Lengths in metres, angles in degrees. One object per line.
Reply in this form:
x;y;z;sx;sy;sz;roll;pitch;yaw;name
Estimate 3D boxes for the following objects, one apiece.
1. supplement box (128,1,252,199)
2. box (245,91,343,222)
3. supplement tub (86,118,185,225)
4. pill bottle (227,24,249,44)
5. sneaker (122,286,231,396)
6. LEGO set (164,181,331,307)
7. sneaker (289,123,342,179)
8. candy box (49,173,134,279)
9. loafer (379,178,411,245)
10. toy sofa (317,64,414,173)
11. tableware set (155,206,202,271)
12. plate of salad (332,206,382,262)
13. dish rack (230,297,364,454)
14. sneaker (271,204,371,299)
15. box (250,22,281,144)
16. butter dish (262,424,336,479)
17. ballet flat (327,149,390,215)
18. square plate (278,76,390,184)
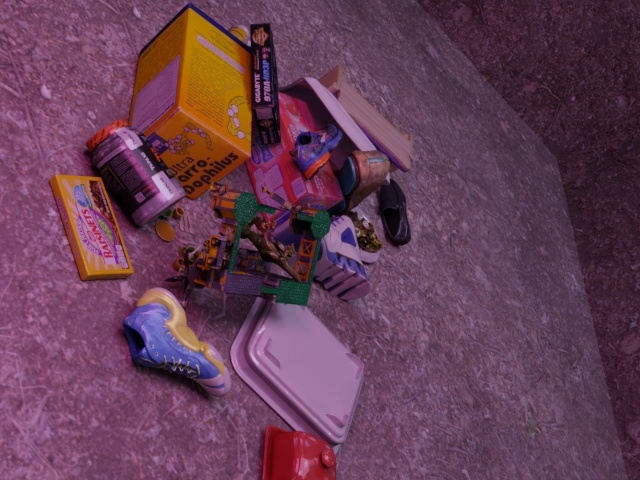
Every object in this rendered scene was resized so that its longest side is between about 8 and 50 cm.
-0.281;-0.306;1.680;0.195;0.194;0.356;31;40;-35;supplement box
-0.085;-0.199;1.899;0.142;0.154;0.300;8;55;-52;box
-0.361;-0.133;1.491;0.190;0.117;0.117;55;31;-5;supplement tub
-0.233;-0.542;2.078;0.065;0.065;0.116;47;32;-17;pill bottle
-0.268;0.207;1.373;0.240;0.091;0.126;54;50;-7;sneaker
-0.153;0.009;1.553;0.331;0.192;0.255;-1;100;-49;LEGO set
-0.012;-0.230;1.808;0.087;0.083;0.221;42;30;-10;sneaker
-0.418;-0.025;1.403;0.105;0.027;0.206;-3;65;-52;candy box
0.217;-0.092;2.291;0.078;0.076;0.223;26;47;-52;loafer
0.113;-0.327;2.286;0.362;0.150;0.177;37;42;-30;toy sofa
-0.289;-0.006;1.568;0.104;0.024;0.154;19;48;-45;tableware set
0.107;-0.031;2.115;0.200;0.048;0.200;34;39;-33;plate of salad
-0.027;0.266;1.649;0.333;0.072;0.285;47;34;-15;dish rack
0.001;0.001;1.886;0.315;0.127;0.182;41;31;-37;sneaker
-0.126;-0.357;1.760;0.175;0.051;0.220;84;2;-70;box
-0.022;0.430;1.462;0.160;0.118;0.160;35;37;-32;butter dish
0.089;-0.142;1.929;0.123;0.348;0.123;3;77;-13;ballet flat
0.037;-0.293;2.051;0.347;0.049;0.344;49;-8;-14;square plate
